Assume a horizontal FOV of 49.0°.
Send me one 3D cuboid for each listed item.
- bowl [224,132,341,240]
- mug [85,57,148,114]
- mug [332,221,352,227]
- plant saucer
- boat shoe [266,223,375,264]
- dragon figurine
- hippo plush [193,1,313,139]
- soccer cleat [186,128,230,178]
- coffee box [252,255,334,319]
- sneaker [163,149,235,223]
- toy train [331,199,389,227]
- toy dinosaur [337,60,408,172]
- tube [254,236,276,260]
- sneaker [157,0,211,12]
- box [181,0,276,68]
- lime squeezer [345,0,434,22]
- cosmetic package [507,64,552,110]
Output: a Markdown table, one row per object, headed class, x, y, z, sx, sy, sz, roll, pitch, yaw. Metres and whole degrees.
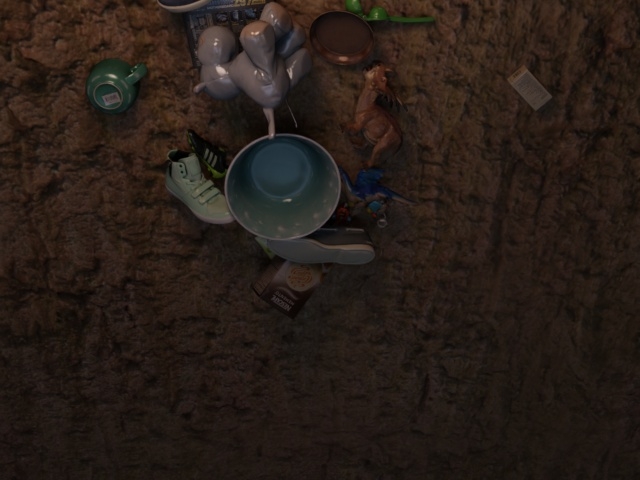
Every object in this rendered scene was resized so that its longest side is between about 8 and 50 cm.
| class | x | y | z | sx | sy | sz | roll | pitch | yaw |
| --- | --- | --- | --- | --- | --- | --- | --- | --- | --- |
| bowl | -0.106 | -0.171 | 1.938 | 0.311 | 0.163 | 0.311 | -2 | 116 | -4 |
| mug | -0.533 | -0.402 | 1.809 | 0.129 | 0.097 | 0.158 | 23 | 122 | -17 |
| mug | 0.056 | -0.015 | 2.135 | 0.078 | 0.062 | 0.064 | -20 | 141 | -26 |
| plant saucer | 0.055 | -0.516 | 1.767 | 0.168 | 0.029 | 0.168 | 8 | 145 | 6 |
| boat shoe | 0.000 | 0.000 | 2.040 | 0.319 | 0.099 | 0.116 | 6 | 145 | -13 |
| dragon figurine | 0.144 | -0.154 | 2.006 | 0.289 | 0.144 | 0.085 | -4 | 157 | -8 |
| hippo plush | -0.171 | -0.421 | 1.710 | 0.236 | 0.234 | 0.294 | 7 | 117 | 30 |
| soccer cleat | -0.310 | -0.249 | 1.959 | 0.072 | 0.060 | 0.179 | -29 | 129 | 6 |
| coffee box | -0.073 | 0.095 | 2.127 | 0.141 | 0.098 | 0.246 | 36 | 90 | -24 |
| sneaker | -0.332 | -0.152 | 1.925 | 0.256 | 0.094 | 0.151 | 31 | 142 | 19 |
| toy train | 0.120 | -0.094 | 2.094 | 0.166 | 0.046 | 0.125 | 7 | 126 | -4 |
| toy dinosaur | 0.164 | -0.311 | 1.897 | 0.200 | 0.127 | 0.295 | -28 | 128 | 8 |
| tube | -0.112 | 0.064 | 2.188 | 0.062 | 0.070 | 0.240 | 2 | 130 | 42 |
| sneaker | -0.245 | -0.659 | 1.593 | 0.350 | 0.131 | 0.148 | -31 | 157 | 8 |
| box | -0.220 | -0.535 | 1.751 | 0.233 | 0.059 | 0.183 | -6 | 128 | 1 |
| lime squeezer | 0.132 | -0.592 | 1.742 | 0.310 | 0.059 | 0.110 | 29 | 89 | -20 |
| cosmetic package | 0.563 | -0.410 | 1.887 | 0.060 | 0.041 | 0.115 | -40 | 118 | 22 |
